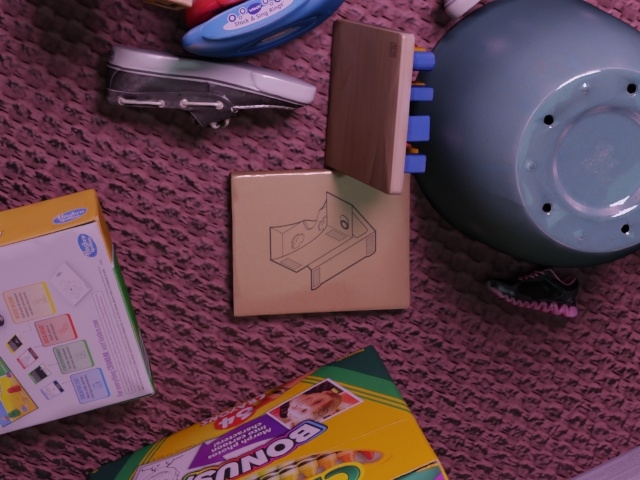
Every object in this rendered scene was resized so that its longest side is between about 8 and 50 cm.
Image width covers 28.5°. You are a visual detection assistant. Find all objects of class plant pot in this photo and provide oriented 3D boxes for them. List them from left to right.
[{"bbox_3d":[0.256,-0.102,1.310,0.293,0.235,0.293,-2,105,-9],"label":"plant pot"}]

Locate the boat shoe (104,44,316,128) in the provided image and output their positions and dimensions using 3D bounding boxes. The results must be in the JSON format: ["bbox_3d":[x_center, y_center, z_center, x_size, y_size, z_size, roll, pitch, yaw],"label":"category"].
[{"bbox_3d":[-0.116,-0.155,1.325,0.219,0.078,0.070,9,102,-3],"label":"boat shoe"}]

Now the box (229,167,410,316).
[{"bbox_3d":[0.000,0.000,1.407,0.201,0.021,0.164,-2,104,-7],"label":"box"}]

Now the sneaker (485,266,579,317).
[{"bbox_3d":[0.246,0.051,1.450,0.119,0.047,0.057,13,95,-19],"label":"sneaker"}]

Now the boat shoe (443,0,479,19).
[{"bbox_3d":[0.192,-0.337,1.328,0.081,0.079,0.227,39,91,-7],"label":"boat shoe"}]

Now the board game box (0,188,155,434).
[{"bbox_3d":[-0.356,0.096,1.316,0.317,0.064,0.242,-14,125,-5],"label":"board game box"}]

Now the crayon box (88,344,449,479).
[{"bbox_3d":[-0.062,0.272,1.315,0.363,0.313,0.106,-24,107,-2],"label":"crayon box"}]

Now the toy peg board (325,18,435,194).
[{"bbox_3d":[0.077,-0.143,1.319,0.079,0.161,0.161,-3,105,-24],"label":"toy peg board"}]

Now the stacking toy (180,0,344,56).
[{"bbox_3d":[-0.099,-0.342,1.254,0.175,0.166,0.301,-22,92,7],"label":"stacking toy"}]

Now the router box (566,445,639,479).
[{"bbox_3d":[0.343,0.440,1.541,0.335,0.082,0.301,-26,107,-2],"label":"router box"}]

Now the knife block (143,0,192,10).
[{"bbox_3d":[-0.156,-0.385,1.158,0.088,0.275,0.242,7,131,-45],"label":"knife block"}]
